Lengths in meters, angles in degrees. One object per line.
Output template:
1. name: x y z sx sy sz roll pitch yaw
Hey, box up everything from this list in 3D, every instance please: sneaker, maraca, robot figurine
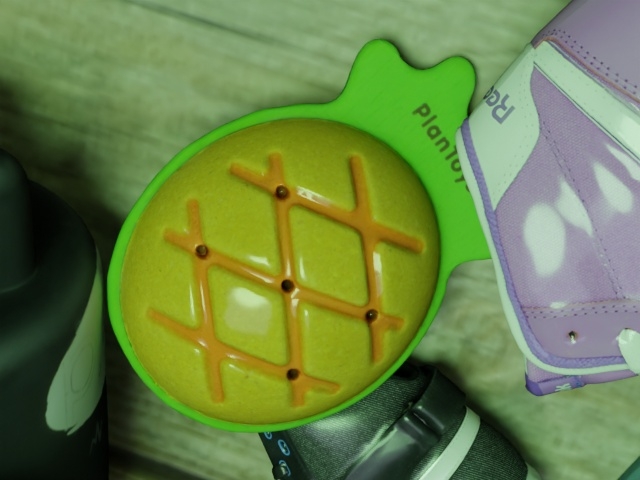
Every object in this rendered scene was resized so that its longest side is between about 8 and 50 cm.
1. sneaker: 0.167 0.034 0.437 0.161 0.102 0.282 -41 87 15
2. maraca: 0.000 0.000 0.481 0.186 0.099 0.127 -37 101 0
3. robot figurine: -0.180 0.076 0.504 0.174 0.209 0.278 8 125 3
4. sneaker: -0.014 0.129 0.555 0.217 0.079 0.121 -37 97 17

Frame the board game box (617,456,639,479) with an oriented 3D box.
1. board game box: 0.147 0.226 0.436 0.142 0.275 0.144 34 117 -1
